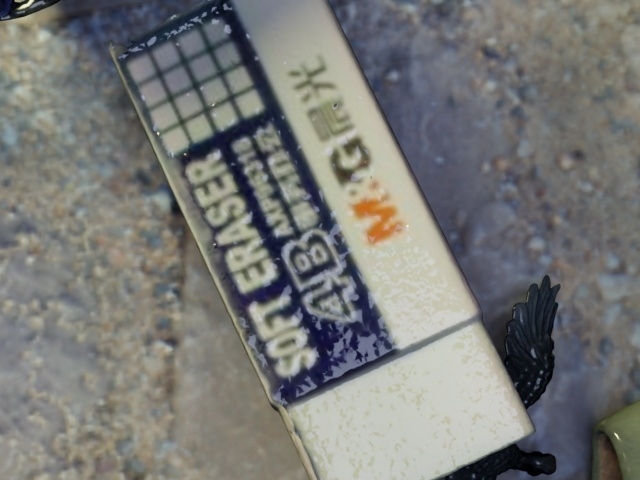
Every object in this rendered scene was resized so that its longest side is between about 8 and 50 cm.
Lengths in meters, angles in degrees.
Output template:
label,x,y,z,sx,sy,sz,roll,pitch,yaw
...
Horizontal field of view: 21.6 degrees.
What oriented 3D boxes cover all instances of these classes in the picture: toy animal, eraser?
label,x,y,z,sx,sy,sz,roll,pitch,yaw
toy animal,0.088,0.120,0.974,0.108,0.062,0.220,19,84,-7
eraser,0.000,0.000,0.914,0.130,0.086,0.287,-24,82,-1

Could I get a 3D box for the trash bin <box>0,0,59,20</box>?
label,x,y,z,sx,sy,sz,roll,pitch,yaw
trash bin,-0.157,-0.253,0.881,0.184,0.162,0.234,-35,91,-5

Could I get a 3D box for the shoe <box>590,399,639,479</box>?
label,x,y,z,sx,sy,sz,roll,pitch,yaw
shoe,0.194,0.134,0.978,0.078,0.079,0.195,42,92,-21
